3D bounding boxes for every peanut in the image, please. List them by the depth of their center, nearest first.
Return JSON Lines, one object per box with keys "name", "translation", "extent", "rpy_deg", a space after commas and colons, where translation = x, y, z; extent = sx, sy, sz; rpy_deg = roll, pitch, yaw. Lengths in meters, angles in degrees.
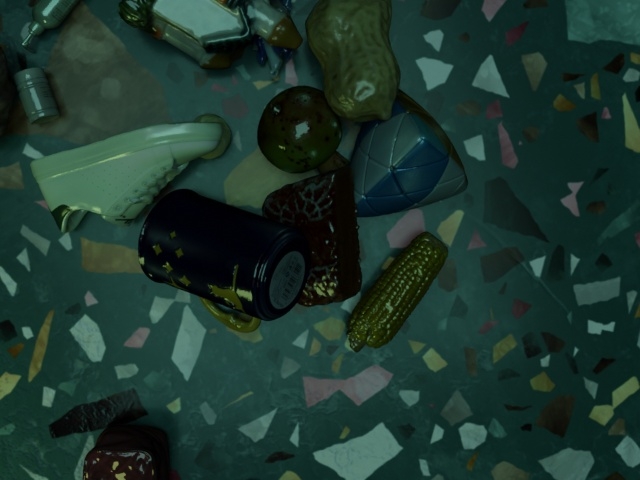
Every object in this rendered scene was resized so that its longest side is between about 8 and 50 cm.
{"name": "peanut", "translation": [0.052, -0.338, 1.336], "extent": [0.159, 0.143, 0.291], "rpy_deg": [2, 66, -11]}

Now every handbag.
{"name": "handbag", "translation": [-0.356, 0.457, 1.405], "extent": [0.146, 0.135, 0.225], "rpy_deg": [1, 97, -3]}

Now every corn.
{"name": "corn", "translation": [0.140, 0.100, 1.423], "extent": [0.097, 0.097, 0.261], "rpy_deg": [38, 89, -3]}

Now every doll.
{"name": "doll", "translation": [-0.084, -0.397, 1.406], "extent": [0.096, 0.070, 0.195], "rpy_deg": [-1, 90, 28]}

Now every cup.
{"name": "cup", "translation": [-0.146, 0.045, 1.351], "extent": [0.256, 0.255, 0.178], "rpy_deg": [19, 72, 28]}

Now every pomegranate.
{"name": "pomegranate", "translation": [-0.022, -0.185, 1.382], "extent": [0.159, 0.159, 0.205], "rpy_deg": [-45, 122, 1]}

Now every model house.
{"name": "model house", "translation": [-0.163, -0.422, 1.344], "extent": [0.301, 0.190, 0.271], "rpy_deg": [34, 92, -6]}

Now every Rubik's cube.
{"name": "Rubik's cube", "translation": [0.155, -0.117, 1.399], "extent": [0.254, 0.254, 0.254], "rpy_deg": [0, 93, -2]}

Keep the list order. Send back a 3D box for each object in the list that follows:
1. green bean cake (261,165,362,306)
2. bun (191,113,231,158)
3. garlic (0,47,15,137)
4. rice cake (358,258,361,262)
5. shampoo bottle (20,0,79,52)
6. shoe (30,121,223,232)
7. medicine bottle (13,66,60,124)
{"name": "green bean cake", "translation": [0.000, 0.000, 1.364], "extent": [0.198, 0.097, 0.232], "rpy_deg": [-10, 99, 42]}
{"name": "bun", "translation": [-0.208, -0.194, 1.415], "extent": [0.086, 0.055, 0.086], "rpy_deg": [0, 91, 0]}
{"name": "garlic", "translation": [-0.654, -0.279, 1.347], "extent": [0.245, 0.160, 0.245], "rpy_deg": [-3, 120, -4]}
{"name": "rice cake", "translation": [0.038, -0.006, 1.450], "extent": [0.022, 0.021, 0.121], "rpy_deg": [-31, 91, 5]}
{"name": "shampoo bottle", "translation": [-0.483, -0.430, 1.393], "extent": [0.056, 0.056, 0.195], "rpy_deg": [40, 90, -3]}
{"name": "shoe", "translation": [-0.335, -0.108, 1.363], "extent": [0.363, 0.132, 0.160], "rpy_deg": [-12, 97, 13]}
{"name": "medicine bottle", "translation": [-0.520, -0.264, 1.399], "extent": [0.058, 0.058, 0.091], "rpy_deg": [-19, 94, -1]}
